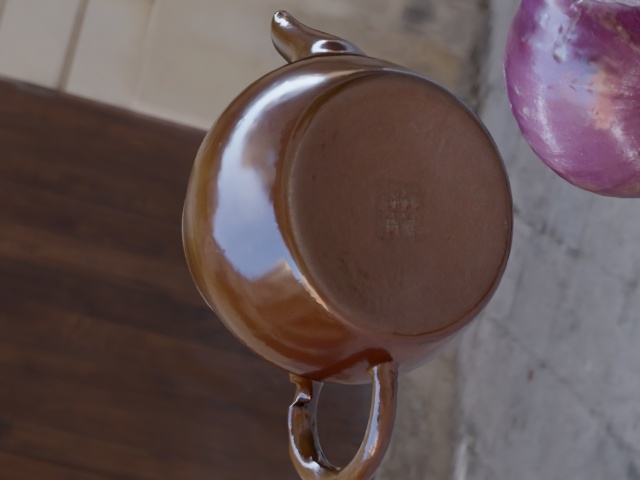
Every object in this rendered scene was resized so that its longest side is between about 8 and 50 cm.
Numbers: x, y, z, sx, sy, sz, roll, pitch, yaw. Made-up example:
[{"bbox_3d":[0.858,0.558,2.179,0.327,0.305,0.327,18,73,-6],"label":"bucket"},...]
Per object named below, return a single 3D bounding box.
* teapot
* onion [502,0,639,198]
[{"bbox_3d":[0.000,0.000,0.531,0.116,0.116,0.173,146,122,-77],"label":"teapot"},{"bbox_3d":[0.239,-0.118,1.143,0.207,0.200,0.201,-25,-36,-47],"label":"onion"}]
